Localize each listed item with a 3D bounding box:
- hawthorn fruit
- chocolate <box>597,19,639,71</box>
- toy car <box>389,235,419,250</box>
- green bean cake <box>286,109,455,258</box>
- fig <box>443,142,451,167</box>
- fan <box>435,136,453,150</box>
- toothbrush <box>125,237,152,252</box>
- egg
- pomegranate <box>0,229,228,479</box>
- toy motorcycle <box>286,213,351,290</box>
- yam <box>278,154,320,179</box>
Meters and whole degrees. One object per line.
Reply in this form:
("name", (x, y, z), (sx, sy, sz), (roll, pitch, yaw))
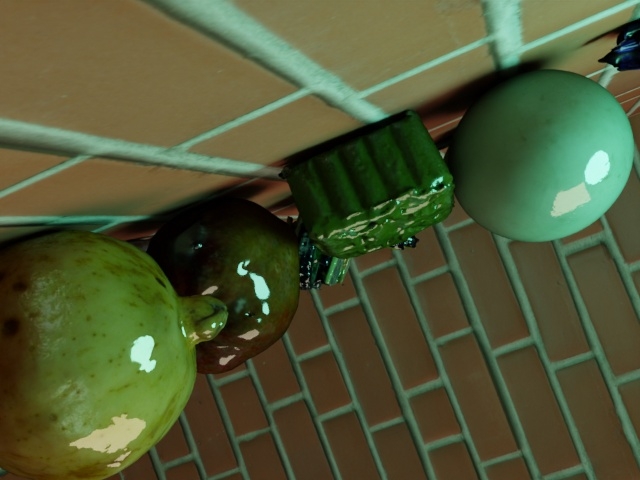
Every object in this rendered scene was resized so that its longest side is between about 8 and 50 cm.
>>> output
("hawthorn fruit", (-0.164, 0.071, 1.479), (0.325, 0.308, 0.308), (-31, -177, -33))
("chocolate", (0.602, -0.325, 1.283), (0.343, 0.126, 0.148), (-18, -141, 10))
("toy car", (0.209, -0.079, 2.426), (0.166, 0.198, 0.314), (11, -174, 19))
("green bean cake", (0.089, -0.075, 1.385), (0.250, 0.156, 0.247), (-25, 166, 3))
("fig", (0.335, -0.155, 1.783), (0.206, 0.206, 0.275), (-18, -171, -39))
("fan", (0.337, -0.238, 1.820), (0.282, 0.023, 0.057), (-20, 171, 21))
("toothbrush", (-0.323, 0.008, 1.622), (0.042, 0.035, 0.413), (-13, -179, 31))
("egg", (0.355, -0.136, 1.364), (0.276, 0.276, 0.389), (-20, 180, -10))
("pomegranate", (-0.336, 0.160, 1.222), (0.410, 0.410, 0.410), (-21, 177, -1))
("toy motorcycle", (0.000, 0.000, 1.897), (0.169, 0.237, 0.410), (18, 178, 5))
("yam", (-0.012, -0.127, 1.395), (0.129, 0.027, 0.033), (-21, -144, -35))
